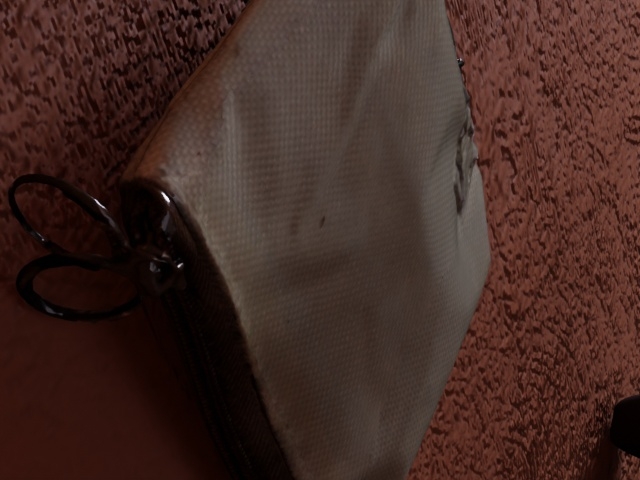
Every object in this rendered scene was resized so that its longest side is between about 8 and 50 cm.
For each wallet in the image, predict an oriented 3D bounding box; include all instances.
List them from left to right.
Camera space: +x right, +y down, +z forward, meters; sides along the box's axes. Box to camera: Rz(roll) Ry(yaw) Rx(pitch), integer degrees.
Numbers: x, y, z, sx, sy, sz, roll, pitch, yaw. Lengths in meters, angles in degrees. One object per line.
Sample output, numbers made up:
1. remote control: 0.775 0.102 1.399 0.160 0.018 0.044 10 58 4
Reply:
1. wallet: 0.002 0.002 0.784 0.275 0.068 0.335 -59 147 -30

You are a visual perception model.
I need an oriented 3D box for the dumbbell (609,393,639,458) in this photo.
1. dumbbell: 0.244 0.218 1.131 0.124 0.140 0.225 17 74 -14
